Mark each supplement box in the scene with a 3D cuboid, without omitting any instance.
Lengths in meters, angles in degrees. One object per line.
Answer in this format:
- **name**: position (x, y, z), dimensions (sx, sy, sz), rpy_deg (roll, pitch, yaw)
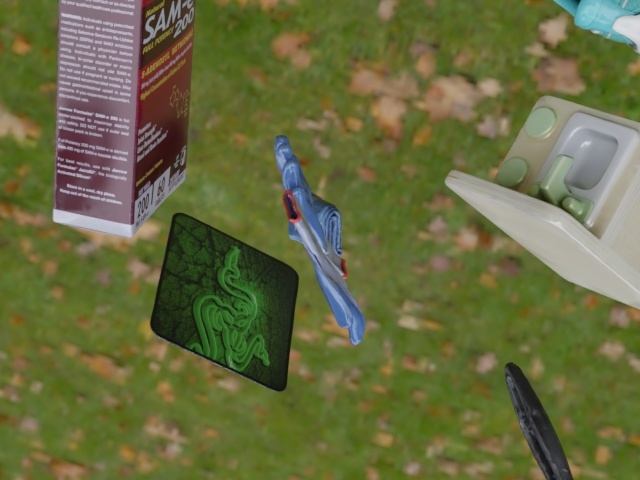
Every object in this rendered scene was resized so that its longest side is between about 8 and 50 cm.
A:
- **supplement box**: position (-0.153, -0.139, 1.282), dimensions (0.073, 0.130, 0.239), rpy_deg (11, 117, 12)

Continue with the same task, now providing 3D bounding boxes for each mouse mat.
- **mouse mat**: position (-0.093, 0.059, 1.631), dimensions (0.152, 0.189, 0.007), rpy_deg (27, 128, -17)

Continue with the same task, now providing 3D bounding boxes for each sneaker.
- **sneaker**: position (0.245, -0.275, 1.512), dimensions (0.110, 0.275, 0.107), rpy_deg (7, 125, -21)

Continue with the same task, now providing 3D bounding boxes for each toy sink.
- **toy sink**: position (0.256, -0.043, 1.517), dimensions (0.234, 0.131, 0.153), rpy_deg (34, 173, -42)

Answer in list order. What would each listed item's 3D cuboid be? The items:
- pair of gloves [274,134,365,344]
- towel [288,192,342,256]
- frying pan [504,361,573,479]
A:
- **pair of gloves**: position (0.000, 0.000, 1.463), dimensions (0.023, 0.198, 0.159), rpy_deg (-24, 122, 5)
- **towel**: position (-0.008, -0.021, 1.930), dimensions (0.029, 0.067, 0.119), rpy_deg (-7, -163, -20)
- **frying pan**: position (0.210, 0.254, 1.157), dimensions (0.326, 0.053, 0.197), rpy_deg (70, 162, -10)
